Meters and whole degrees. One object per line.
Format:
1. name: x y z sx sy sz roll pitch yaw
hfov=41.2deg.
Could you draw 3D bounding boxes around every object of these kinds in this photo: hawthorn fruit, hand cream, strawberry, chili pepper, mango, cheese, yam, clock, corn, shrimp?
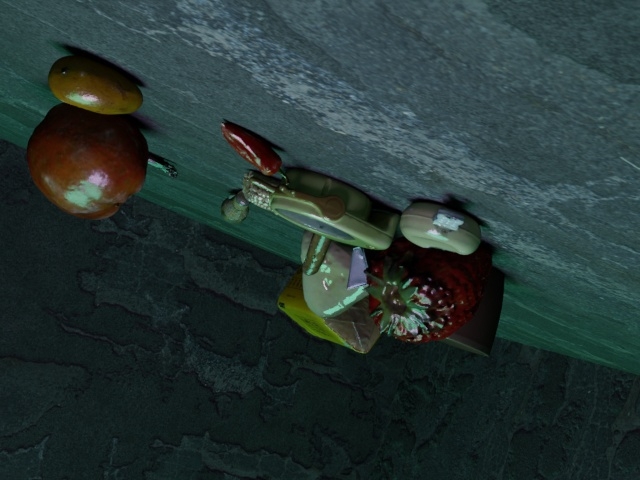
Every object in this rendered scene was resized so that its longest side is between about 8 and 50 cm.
1. hawthorn fruit: -0.519 -0.173 1.908 0.284 0.284 0.284 20 174 2
2. hand cream: -0.237 -0.102 2.460 0.084 0.084 0.203 22 169 -10
3. strawberry: 0.252 0.096 1.877 0.250 0.239 0.288 27 -148 35
4. chili pepper: -0.122 -0.170 1.614 0.191 0.050 0.059 40 166 -35
5. mango: -0.389 -0.264 1.482 0.165 0.089 0.115 20 176 -17
6. cheese: 0.037 0.080 2.286 0.251 0.248 0.173 42 -141 5
7. yam: 0.000 0.000 2.111 0.056 0.057 0.241 21 137 -2
8. cheese: 0.213 -0.033 1.598 0.163 0.071 0.249 17 173 24
9. clock: 0.000 -0.076 1.809 0.308 0.096 0.235 26 173 -40
10. corn: -0.089 -0.094 1.994 0.211 0.087 0.087 21 174 -7
11. shrimp: -0.465 -0.225 2.361 0.161 0.034 0.091 28 -176 -11

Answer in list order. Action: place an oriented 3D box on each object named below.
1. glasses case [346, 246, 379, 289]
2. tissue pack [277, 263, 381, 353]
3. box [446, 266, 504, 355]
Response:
1. glasses case: 0.126 0.045 2.031 0.056 0.105 0.266 12 -167 13
2. tissue pack: 0.074 0.162 2.646 0.228 0.293 0.382 41 167 -18
3. box: 0.317 0.147 2.167 0.301 0.216 0.301 19 172 3
